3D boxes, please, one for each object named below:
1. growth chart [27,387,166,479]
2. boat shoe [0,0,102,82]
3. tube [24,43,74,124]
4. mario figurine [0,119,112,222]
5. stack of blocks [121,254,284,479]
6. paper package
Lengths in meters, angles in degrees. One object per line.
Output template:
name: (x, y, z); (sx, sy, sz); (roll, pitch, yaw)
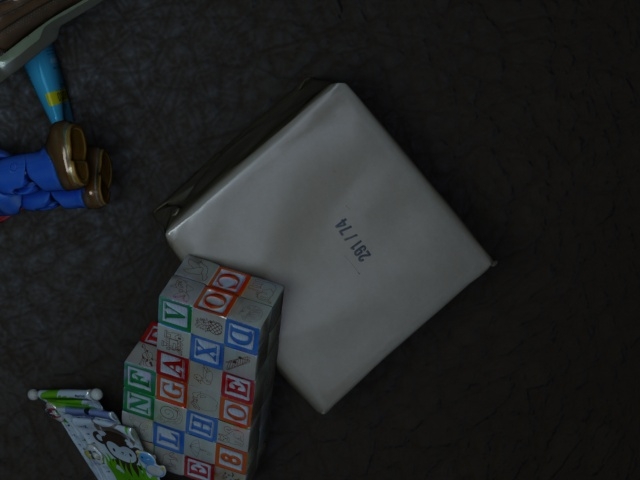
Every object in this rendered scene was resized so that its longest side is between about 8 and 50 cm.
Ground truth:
growth chart: (-0.267, 0.280, 1.731); (0.021, 0.172, 0.237); (-44, 111, -40)
boat shoe: (-0.315, -0.312, 1.593); (0.307, 0.110, 0.104); (-49, 113, -29)
tube: (-0.347, -0.218, 1.665); (0.052, 0.080, 0.207); (-17, 100, 10)
mario figurine: (-0.423, -0.094, 1.615); (0.320, 0.170, 0.198); (-8, 125, 11)
stack of blocks: (-0.149, 0.165, 1.662); (0.171, 0.087, 0.297); (17, 130, 10)
paper package: (0.000, 0.000, 1.732); (0.309, 0.168, 0.325); (-42, 106, -4)
